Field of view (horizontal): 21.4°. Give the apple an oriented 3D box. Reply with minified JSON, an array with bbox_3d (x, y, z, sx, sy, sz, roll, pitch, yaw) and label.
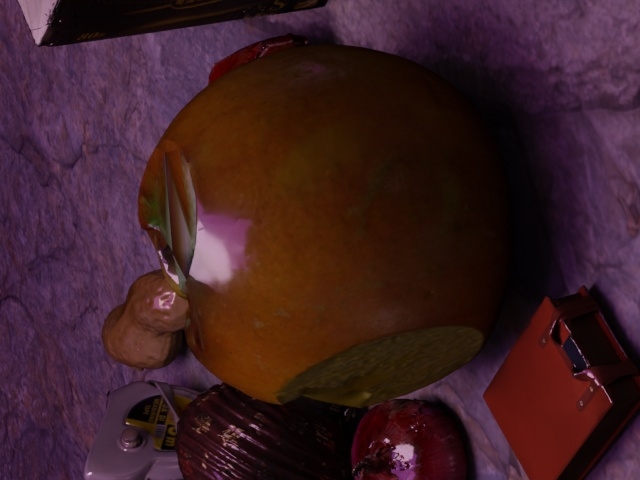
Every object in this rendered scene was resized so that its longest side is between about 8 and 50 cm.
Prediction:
[{"bbox_3d":[0.000,0.000,1.675,0.374,0.374,0.384,46,138,44],"label":"apple"}]

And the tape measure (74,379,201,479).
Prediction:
[{"bbox_3d":[-0.214,0.280,2.297,0.236,0.197,0.120,-78,-4,-55],"label":"tape measure"}]

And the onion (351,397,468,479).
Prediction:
[{"bbox_3d":[0.076,0.247,1.835,0.150,0.140,0.150,11,107,41],"label":"onion"}]

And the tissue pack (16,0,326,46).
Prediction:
[{"bbox_3d":[-0.149,-0.348,1.778,0.210,0.370,0.198,-47,61,56],"label":"tissue pack"}]

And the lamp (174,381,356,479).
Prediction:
[{"bbox_3d":[-0.059,0.254,2.003,0.247,0.247,0.247,30,125,53],"label":"lamp"}]

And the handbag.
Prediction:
[{"bbox_3d":[0.231,0.145,1.611,0.127,0.063,0.190,62,151,28],"label":"handbag"}]

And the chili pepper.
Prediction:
[{"bbox_3d":[-0.067,-0.161,1.995,0.144,0.136,0.253,38,171,-18],"label":"chili pepper"}]

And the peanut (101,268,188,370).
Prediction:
[{"bbox_3d":[-0.230,0.107,2.370,0.117,0.101,0.263,46,142,5],"label":"peanut"}]
